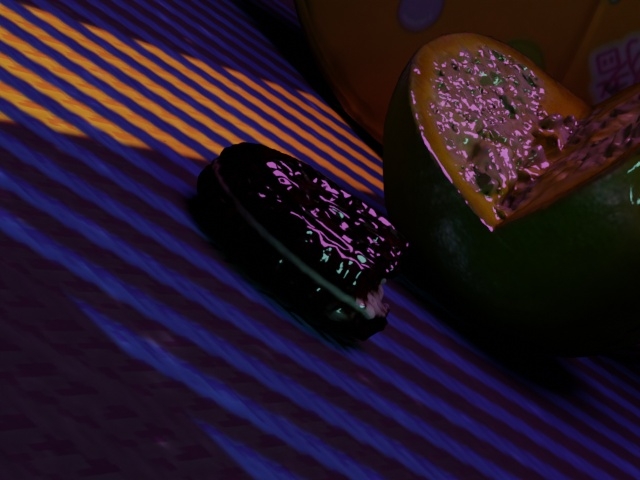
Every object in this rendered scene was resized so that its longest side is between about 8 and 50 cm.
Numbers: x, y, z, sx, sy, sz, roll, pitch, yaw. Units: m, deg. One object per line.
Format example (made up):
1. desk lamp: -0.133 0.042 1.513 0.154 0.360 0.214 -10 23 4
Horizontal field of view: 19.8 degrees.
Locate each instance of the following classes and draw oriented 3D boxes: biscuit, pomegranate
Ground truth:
1. biscuit: 0.000 0.000 0.566 0.089 0.027 0.087 25 17 -49
2. pomegranate: 0.109 -0.017 0.700 0.169 0.122 0.143 0 15 8

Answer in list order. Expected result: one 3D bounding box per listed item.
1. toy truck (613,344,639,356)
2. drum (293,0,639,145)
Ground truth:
1. toy truck: 0.130 0.036 0.826 0.083 0.024 0.032 12 51 -61
2. drum: 0.200 -0.182 0.917 0.214 0.431 0.431 26 17 -48
